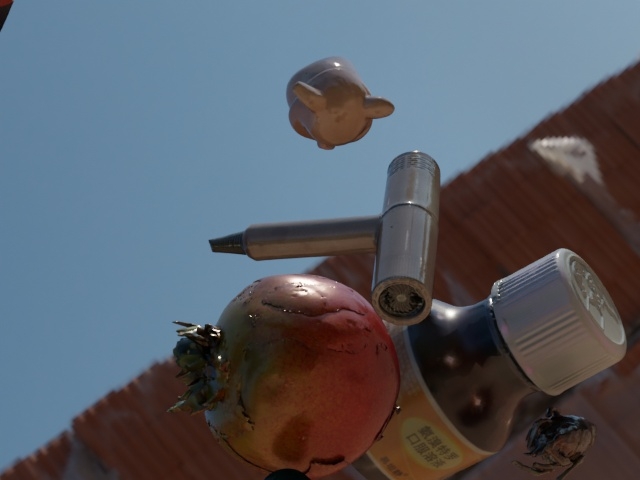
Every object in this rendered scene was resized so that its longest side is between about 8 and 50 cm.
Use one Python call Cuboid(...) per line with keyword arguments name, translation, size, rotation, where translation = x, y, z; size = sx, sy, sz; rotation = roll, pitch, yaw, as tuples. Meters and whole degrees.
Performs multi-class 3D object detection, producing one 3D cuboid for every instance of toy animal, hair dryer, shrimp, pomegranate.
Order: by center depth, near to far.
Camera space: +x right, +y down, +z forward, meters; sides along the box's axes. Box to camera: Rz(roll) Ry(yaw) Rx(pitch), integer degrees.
Cuboid(name="hair dryer", translation=(-0.004, 0.008, 1.214), size=(0.220, 0.195, 0.054), rotation=(-9, -56, 13))
Cuboid(name="pomegranate", translation=(-0.035, 0.136, 1.386), size=(0.235, 0.210, 0.210), rotation=(5, -37, -13))
Cuboid(name="shrimp", translation=(0.294, 0.255, 1.717), size=(0.073, 0.075, 0.190), rotation=(-55, -19, 20))
Cuboid(name="toy animal", translation=(0.020, -0.242, 2.396), size=(0.166, 0.154, 0.250), rotation=(-10, 16, -9))

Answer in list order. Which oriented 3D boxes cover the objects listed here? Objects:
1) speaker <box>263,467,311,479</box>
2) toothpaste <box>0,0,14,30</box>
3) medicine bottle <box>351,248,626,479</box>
Cuboid(name="speaker", translation=(-0.022, 0.267, 1.292), size=(0.060, 0.075, 0.095), rotation=(-16, -69, -21))
Cuboid(name="toothpaste", translation=(-0.432, -0.321, 1.537), size=(0.076, 0.320, 0.066), rotation=(14, -65, -39))
Cuboid(name="medicine bottle", translation=(0.203, 0.165, 1.856), size=(0.395, 0.243, 0.242), rotation=(-37, -17, 26))
